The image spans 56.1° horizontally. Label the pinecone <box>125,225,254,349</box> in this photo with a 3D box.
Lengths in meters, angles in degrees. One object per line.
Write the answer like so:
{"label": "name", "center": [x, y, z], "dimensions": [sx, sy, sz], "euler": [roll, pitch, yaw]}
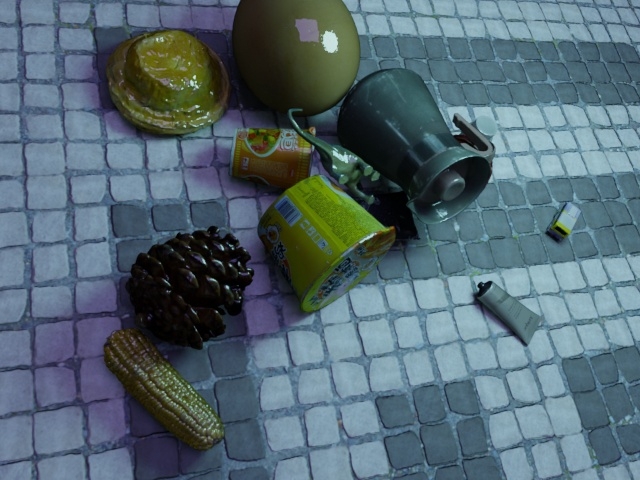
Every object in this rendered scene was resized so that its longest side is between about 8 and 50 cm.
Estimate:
{"label": "pinecone", "center": [-0.257, 0.091, 1.183], "dimensions": [0.224, 0.224, 0.272], "euler": [40, 44, 4]}

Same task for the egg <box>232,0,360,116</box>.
{"label": "egg", "center": [-0.064, -0.478, 1.454], "dimensions": [0.301, 0.301, 0.373], "euler": [-17, 65, -24]}

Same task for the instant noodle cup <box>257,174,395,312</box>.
{"label": "instant noodle cup", "center": [0.000, 0.000, 1.294], "dimensions": [0.264, 0.264, 0.200], "euler": [-32, 69, -27]}

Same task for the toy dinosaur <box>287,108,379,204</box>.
{"label": "toy dinosaur", "center": [0.050, -0.164, 1.337], "dimensions": [0.076, 0.363, 0.147], "euler": [-51, 53, 3]}

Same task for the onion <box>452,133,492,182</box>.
{"label": "onion", "center": [0.358, -0.176, 1.537], "dimensions": [0.147, 0.184, 0.184], "euler": [25, 53, -48]}

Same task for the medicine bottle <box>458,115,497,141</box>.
{"label": "medicine bottle", "center": [0.405, -0.266, 1.591], "dimensions": [0.079, 0.140, 0.079], "euler": [7, 64, -14]}

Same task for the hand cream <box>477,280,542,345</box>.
{"label": "hand cream", "center": [0.455, 0.164, 1.462], "dimensions": [0.186, 0.054, 0.087], "euler": [39, 65, -5]}

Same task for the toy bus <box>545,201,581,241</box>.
{"label": "toy bus", "center": [0.656, -0.054, 1.618], "dimensions": [0.052, 0.058, 0.102], "euler": [38, 61, 2]}

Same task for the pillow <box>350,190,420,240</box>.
{"label": "pillow", "center": [0.131, -0.052, 1.455], "dimensions": [0.208, 0.055, 0.141], "euler": [-6, 69, -19]}

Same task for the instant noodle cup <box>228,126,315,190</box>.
{"label": "instant noodle cup", "center": [-0.114, -0.194, 1.397], "dimensions": [0.185, 0.168, 0.168], "euler": [7, 64, -6]}

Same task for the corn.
{"label": "corn", "center": [-0.296, 0.284, 1.142], "dimensions": [0.292, 0.101, 0.101], "euler": [42, 61, 3]}

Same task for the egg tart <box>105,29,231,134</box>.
{"label": "egg tart", "center": [-0.353, -0.398, 1.426], "dimensions": [0.319, 0.128, 0.318], "euler": [8, 64, -16]}

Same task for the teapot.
{"label": "teapot", "center": [0.232, -0.228, 1.416], "dimensions": [0.300, 0.253, 0.344], "euler": [-20, 55, -20]}
